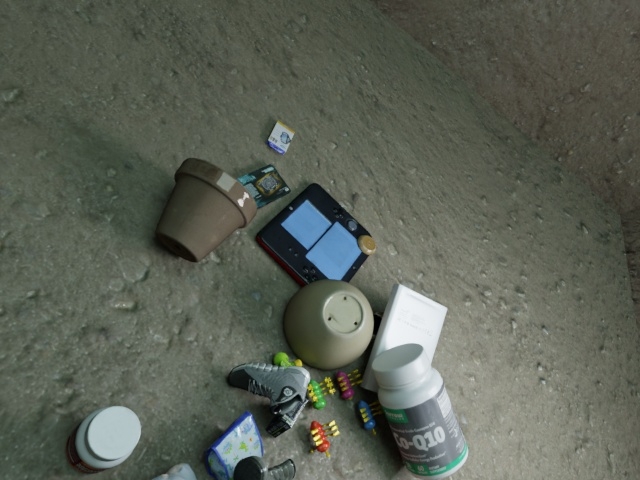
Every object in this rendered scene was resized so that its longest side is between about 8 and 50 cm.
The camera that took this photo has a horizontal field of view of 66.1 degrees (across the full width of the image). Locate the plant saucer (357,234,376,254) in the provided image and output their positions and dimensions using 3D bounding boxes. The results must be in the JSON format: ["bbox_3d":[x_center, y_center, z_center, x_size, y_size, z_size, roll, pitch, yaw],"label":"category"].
[{"bbox_3d":[0.175,0.013,1.810,0.083,0.015,0.084,17,55,-26],"label":"plant saucer"}]

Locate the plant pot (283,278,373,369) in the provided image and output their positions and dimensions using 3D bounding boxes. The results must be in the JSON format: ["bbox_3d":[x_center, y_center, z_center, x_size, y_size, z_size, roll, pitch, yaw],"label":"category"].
[{"bbox_3d":[0.044,0.239,1.485,0.283,0.191,0.284,4,71,-13],"label":"plant pot"}]

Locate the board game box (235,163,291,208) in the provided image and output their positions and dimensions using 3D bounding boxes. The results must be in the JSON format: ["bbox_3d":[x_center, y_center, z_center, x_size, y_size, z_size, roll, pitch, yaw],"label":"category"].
[{"bbox_3d":[-0.204,-0.188,1.721,0.186,0.026,0.126,-32,85,-42],"label":"board game box"}]

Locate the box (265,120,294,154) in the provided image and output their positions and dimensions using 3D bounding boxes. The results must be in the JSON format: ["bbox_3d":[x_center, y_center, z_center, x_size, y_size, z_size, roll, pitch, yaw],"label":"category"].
[{"bbox_3d":[-0.155,-0.386,1.870,0.081,0.028,0.136,32,53,-17],"label":"box"}]

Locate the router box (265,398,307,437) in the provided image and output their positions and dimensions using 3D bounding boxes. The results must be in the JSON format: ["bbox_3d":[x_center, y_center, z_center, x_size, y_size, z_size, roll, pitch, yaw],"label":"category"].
[{"bbox_3d":[-0.094,0.481,1.351,0.038,0.122,0.092,38,47,0],"label":"router box"}]

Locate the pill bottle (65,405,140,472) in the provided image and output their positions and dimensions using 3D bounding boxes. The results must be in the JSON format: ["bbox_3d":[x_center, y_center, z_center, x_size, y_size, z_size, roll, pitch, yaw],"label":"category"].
[{"bbox_3d":[-0.463,0.425,1.049,0.121,0.221,0.121,17,56,-27],"label":"pill bottle"}]

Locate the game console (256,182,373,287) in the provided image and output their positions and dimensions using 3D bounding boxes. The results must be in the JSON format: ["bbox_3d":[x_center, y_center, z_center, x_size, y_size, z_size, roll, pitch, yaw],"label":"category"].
[{"bbox_3d":[0.000,0.000,1.739,0.342,0.060,0.386,47,47,-5],"label":"game console"}]

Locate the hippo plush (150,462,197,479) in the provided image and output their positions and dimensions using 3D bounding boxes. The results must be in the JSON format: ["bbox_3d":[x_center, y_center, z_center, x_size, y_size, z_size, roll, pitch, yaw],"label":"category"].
[{"bbox_3d":[-0.292,0.608,1.011,0.294,0.237,0.234,31,63,11],"label":"hippo plush"}]

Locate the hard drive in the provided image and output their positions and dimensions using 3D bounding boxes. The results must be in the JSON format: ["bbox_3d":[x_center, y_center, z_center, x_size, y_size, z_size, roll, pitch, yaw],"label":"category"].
[{"bbox_3d":[0.286,0.353,1.650,0.232,0.047,0.353,27,75,-26],"label":"hard drive"}]

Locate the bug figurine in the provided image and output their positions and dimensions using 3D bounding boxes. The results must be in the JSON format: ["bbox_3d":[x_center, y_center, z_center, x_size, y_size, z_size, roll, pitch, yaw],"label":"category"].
[{"bbox_3d":[0.055,0.507,1.477,0.278,0.072,0.217,-6,70,-39],"label":"bug figurine"}]

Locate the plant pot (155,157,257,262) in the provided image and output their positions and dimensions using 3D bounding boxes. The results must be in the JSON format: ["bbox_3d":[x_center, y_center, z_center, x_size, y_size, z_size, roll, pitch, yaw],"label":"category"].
[{"bbox_3d":[-0.349,-0.069,1.420,0.263,0.263,0.229,37,66,-13],"label":"plant pot"}]

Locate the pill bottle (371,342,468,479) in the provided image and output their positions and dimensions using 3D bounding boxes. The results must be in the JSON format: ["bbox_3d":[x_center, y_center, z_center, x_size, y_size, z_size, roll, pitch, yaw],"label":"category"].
[{"bbox_3d":[0.297,0.515,1.504,0.204,0.204,0.361,-28,99,-42],"label":"pill bottle"}]

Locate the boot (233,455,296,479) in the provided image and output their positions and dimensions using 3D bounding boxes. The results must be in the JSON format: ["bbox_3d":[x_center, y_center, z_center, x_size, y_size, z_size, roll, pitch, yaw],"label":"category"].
[{"bbox_3d":[-0.129,0.578,1.211,0.161,0.247,0.083,-17,47,-38],"label":"boot"}]

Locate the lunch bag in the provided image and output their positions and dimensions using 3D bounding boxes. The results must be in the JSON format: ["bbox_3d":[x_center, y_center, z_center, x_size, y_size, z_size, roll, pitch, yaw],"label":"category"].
[{"bbox_3d":[-0.216,0.515,1.222,0.096,0.151,0.128,24,41,27],"label":"lunch bag"}]

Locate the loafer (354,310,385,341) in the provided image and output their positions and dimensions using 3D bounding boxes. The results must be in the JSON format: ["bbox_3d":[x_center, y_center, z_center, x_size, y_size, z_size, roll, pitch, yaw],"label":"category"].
[{"bbox_3d":[0.205,0.297,1.692,0.268,0.092,0.102,-9,71,-38],"label":"loafer"}]

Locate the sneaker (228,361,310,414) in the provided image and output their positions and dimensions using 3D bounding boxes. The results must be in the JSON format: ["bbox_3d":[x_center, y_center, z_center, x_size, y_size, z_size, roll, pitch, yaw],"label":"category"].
[{"bbox_3d":[-0.145,0.399,1.306,0.228,0.086,0.132,-3,35,7],"label":"sneaker"}]

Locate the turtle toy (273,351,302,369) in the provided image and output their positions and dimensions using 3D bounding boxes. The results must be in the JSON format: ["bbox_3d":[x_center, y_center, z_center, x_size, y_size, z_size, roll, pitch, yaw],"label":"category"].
[{"bbox_3d":[-0.097,0.388,1.439,0.095,0.066,0.130,-21,75,-17],"label":"turtle toy"}]
